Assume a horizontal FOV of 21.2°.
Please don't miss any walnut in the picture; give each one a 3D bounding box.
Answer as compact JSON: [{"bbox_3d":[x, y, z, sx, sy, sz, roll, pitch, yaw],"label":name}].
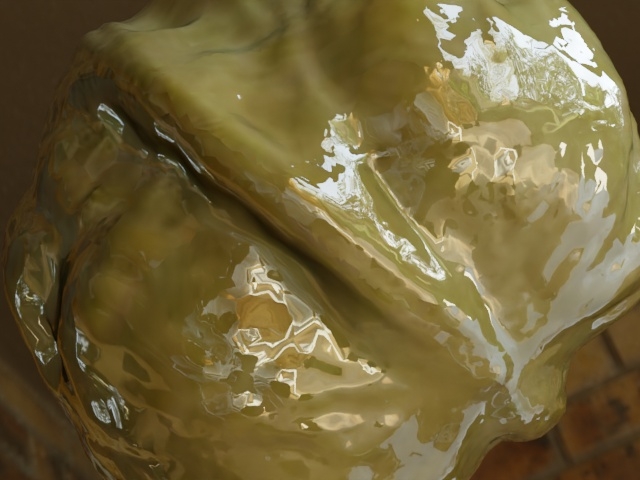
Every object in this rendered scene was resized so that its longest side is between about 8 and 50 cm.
[{"bbox_3d":[0.002,-0.001,0.784,0.282,0.277,0.253,-30,-52,-19],"label":"walnut"}]
